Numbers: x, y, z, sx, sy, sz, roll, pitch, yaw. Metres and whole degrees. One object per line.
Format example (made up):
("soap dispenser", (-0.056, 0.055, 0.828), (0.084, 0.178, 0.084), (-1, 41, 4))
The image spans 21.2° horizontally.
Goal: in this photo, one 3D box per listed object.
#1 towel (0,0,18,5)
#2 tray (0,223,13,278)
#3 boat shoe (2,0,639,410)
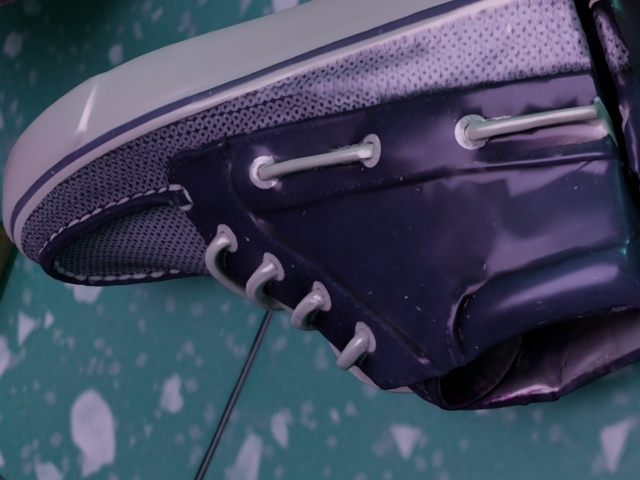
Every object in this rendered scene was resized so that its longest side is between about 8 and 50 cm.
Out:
("towel", (-0.240, -0.262, 0.836), (0.037, 0.237, 0.329), (147, 106, -77))
("tray", (-0.353, 0.003, 1.023), (0.411, 0.076, 0.203), (31, 106, 39))
("boat shoe", (0.000, 0.000, 0.684), (0.340, 0.127, 0.158), (-21, 65, 36))
